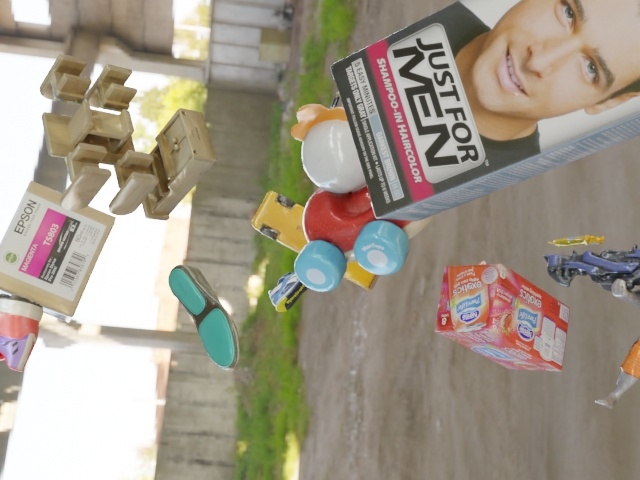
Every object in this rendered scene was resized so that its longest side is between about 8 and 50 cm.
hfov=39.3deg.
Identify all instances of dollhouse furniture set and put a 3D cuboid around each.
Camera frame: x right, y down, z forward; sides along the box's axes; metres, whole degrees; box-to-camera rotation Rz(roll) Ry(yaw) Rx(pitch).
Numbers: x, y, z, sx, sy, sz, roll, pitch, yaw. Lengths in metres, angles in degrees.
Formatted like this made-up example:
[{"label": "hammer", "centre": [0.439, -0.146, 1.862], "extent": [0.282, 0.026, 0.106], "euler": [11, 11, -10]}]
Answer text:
[{"label": "dollhouse furniture set", "centre": [-0.308, -0.128, 1.354], "extent": [0.161, 0.242, 0.212], "euler": [-42, 55, 37]}]

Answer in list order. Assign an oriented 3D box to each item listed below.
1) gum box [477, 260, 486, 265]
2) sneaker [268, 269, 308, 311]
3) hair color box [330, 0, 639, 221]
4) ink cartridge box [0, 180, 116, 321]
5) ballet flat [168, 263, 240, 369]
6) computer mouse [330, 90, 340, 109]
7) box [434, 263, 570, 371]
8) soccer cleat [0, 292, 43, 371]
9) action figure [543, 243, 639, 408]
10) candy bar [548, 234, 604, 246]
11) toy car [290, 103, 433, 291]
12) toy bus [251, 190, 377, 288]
[{"label": "gum box", "centre": [0.347, 0.116, 2.058], "extent": [0.062, 0.107, 0.188], "euler": [52, 178, 14]}, {"label": "sneaker", "centre": [-0.056, 0.088, 1.957], "extent": [0.059, 0.144, 0.053], "euler": [44, 176, 40]}, {"label": "hair color box", "centre": [0.212, -0.168, 0.930], "extent": [0.113, 0.374, 0.185], "euler": [2, -111, -61]}, {"label": "ink cartridge box", "centre": [-0.558, 0.024, 1.849], "extent": [0.088, 0.193, 0.235], "euler": [-29, 39, 66]}, {"label": "ballet flat", "centre": [-0.181, 0.124, 1.505], "extent": [0.072, 0.068, 0.213], "euler": [-45, 64, 19]}, {"label": "computer mouse", "centre": [0.098, -0.336, 2.287], "extent": [0.262, 0.060, 0.184], "euler": [109, 141, -56]}, {"label": "box", "centre": [0.334, 0.143, 1.626], "extent": [0.122, 0.256, 0.128], "euler": [-6, 65, 44]}, {"label": "soccer cleat", "centre": [-0.599, 0.154, 1.471], "extent": [0.108, 0.318, 0.117], "euler": [38, -127, -60]}, {"label": "action figure", "centre": [0.517, 0.107, 1.374], "extent": [0.178, 0.341, 0.330], "euler": [30, -107, -52]}, {"label": "candy bar", "centre": [0.480, 0.003, 1.681], "extent": [0.161, 0.040, 0.018], "euler": [164, 109, -79]}, {"label": "toy car", "centre": [0.029, -0.094, 1.270], "extent": [0.238, 0.210, 0.219], "euler": [54, -139, -22]}, {"label": "toy bus", "centre": [0.000, 0.000, 2.223], "extent": [0.108, 0.332, 0.130], "euler": [-62, -10, -2]}]
